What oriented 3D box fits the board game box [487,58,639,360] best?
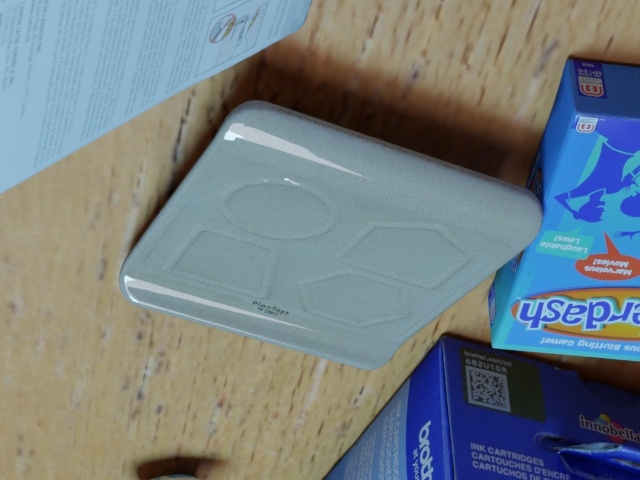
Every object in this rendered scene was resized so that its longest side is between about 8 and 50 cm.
[{"bbox_3d":[0.198,-0.008,0.858,0.160,0.047,0.210,5,139,-4],"label":"board game box"}]

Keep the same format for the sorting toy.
[{"bbox_3d":[0.000,0.000,0.863,0.193,0.038,0.208,17,145,-18],"label":"sorting toy"}]

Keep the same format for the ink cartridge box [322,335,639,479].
[{"bbox_3d":[0.144,0.227,1.056,0.270,0.151,0.395,17,135,-18],"label":"ink cartridge box"}]

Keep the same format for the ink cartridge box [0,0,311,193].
[{"bbox_3d":[-0.079,-0.132,0.644,0.066,0.232,0.189,38,139,14],"label":"ink cartridge box"}]

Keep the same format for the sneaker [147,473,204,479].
[{"bbox_3d":[-0.091,0.265,1.147,0.086,0.085,0.237,-2,140,11],"label":"sneaker"}]
